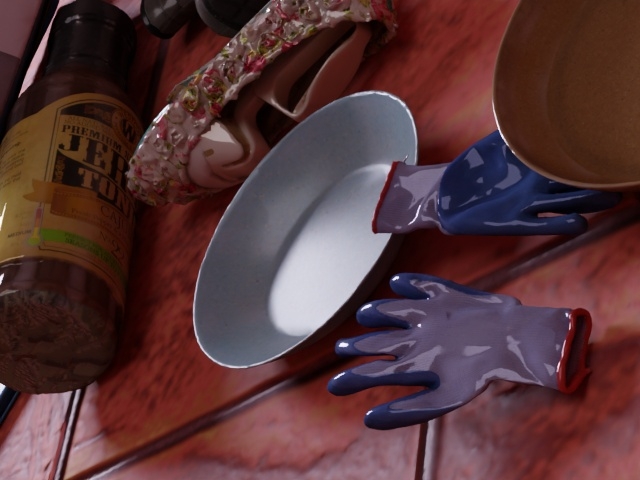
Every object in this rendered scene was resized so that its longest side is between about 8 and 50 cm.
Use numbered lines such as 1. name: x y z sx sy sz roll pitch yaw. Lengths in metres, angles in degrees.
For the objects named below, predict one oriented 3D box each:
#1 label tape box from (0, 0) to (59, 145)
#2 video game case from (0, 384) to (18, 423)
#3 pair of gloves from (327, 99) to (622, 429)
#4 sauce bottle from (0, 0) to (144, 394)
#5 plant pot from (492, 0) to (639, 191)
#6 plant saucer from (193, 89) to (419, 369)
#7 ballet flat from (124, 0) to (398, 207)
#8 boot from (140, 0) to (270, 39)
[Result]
1. label tape box: -0.291 -0.158 1.568 0.241 0.105 0.334 121 165 -54
2. video game case: -0.248 0.089 1.431 0.119 0.015 0.166 12 69 59
3. pair of gloves: 0.085 0.011 0.991 0.159 0.023 0.198 -4 54 36
4. sauce bottle: -0.186 -0.048 1.385 0.111 0.111 0.344 -35 36 31
5. plant pot: 0.194 -0.115 0.954 0.236 0.032 0.236 -28 39 26
6. plant saucer: 0.000 0.000 1.140 0.195 0.037 0.195 -36 34 29
7. ballet flat: -0.040 -0.094 1.256 0.241 0.091 0.077 -47 52 21
8. boot: -0.080 -0.200 1.442 0.161 0.083 0.246 -41 26 36
